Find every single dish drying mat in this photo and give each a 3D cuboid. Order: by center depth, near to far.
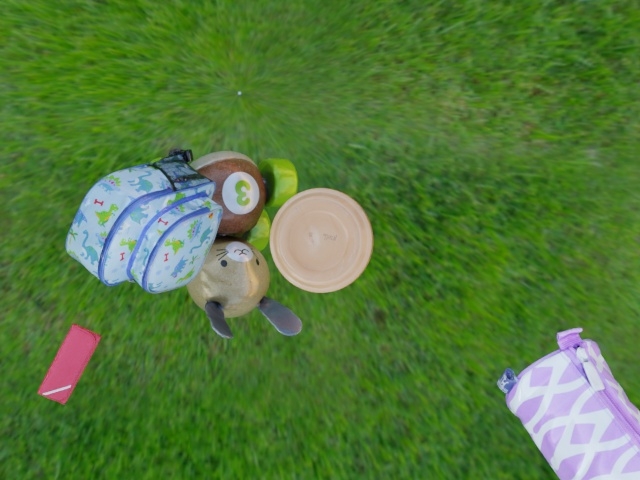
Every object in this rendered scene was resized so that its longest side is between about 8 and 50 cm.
[{"bbox_3d":[-0.252,0.125,1.352,0.032,0.008,0.083,27,104,-13],"label":"dish drying mat"}]

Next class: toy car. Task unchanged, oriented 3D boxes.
[{"bbox_3d":[-0.091,0.018,1.371,0.155,0.188,0.149,-2,142,-32],"label":"toy car"}]

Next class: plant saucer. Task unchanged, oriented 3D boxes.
[{"bbox_3d":[0.000,0.000,1.067,0.083,0.013,0.084,0,92,11],"label":"plant saucer"}]

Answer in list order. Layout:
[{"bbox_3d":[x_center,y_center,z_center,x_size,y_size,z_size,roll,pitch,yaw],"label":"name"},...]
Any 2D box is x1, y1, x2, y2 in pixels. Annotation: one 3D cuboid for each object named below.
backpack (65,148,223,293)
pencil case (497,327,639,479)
[{"bbox_3d":[-0.142,-0.010,1.101,0.084,0.114,0.105,40,121,26],"label":"backpack"},{"bbox_3d":[0.220,0.160,0.960,0.086,0.088,0.206,-15,58,-38],"label":"pencil case"}]
